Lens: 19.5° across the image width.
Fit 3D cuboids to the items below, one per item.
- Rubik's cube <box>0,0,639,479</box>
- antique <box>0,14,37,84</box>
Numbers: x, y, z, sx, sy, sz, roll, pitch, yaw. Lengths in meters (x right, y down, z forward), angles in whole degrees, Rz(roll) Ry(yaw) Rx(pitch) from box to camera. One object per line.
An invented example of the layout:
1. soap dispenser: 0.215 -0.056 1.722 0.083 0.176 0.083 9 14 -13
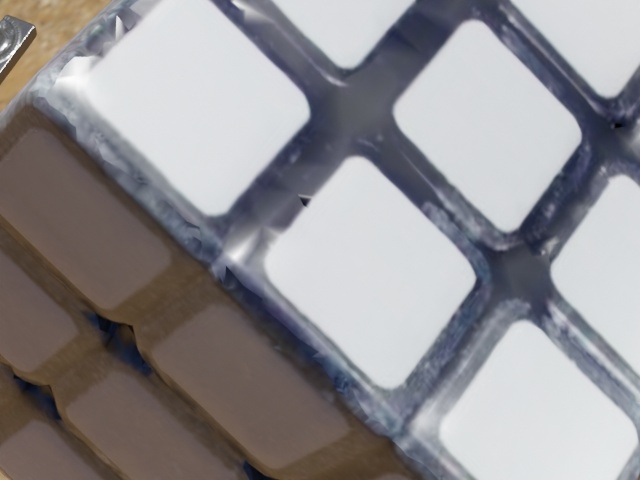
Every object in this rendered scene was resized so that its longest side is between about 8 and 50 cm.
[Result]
1. Rubik's cube: 0.000 0.000 0.906 0.304 0.305 0.301 44 56 -6
2. antique: -0.289 -0.107 1.495 0.031 0.015 0.192 23 59 13
